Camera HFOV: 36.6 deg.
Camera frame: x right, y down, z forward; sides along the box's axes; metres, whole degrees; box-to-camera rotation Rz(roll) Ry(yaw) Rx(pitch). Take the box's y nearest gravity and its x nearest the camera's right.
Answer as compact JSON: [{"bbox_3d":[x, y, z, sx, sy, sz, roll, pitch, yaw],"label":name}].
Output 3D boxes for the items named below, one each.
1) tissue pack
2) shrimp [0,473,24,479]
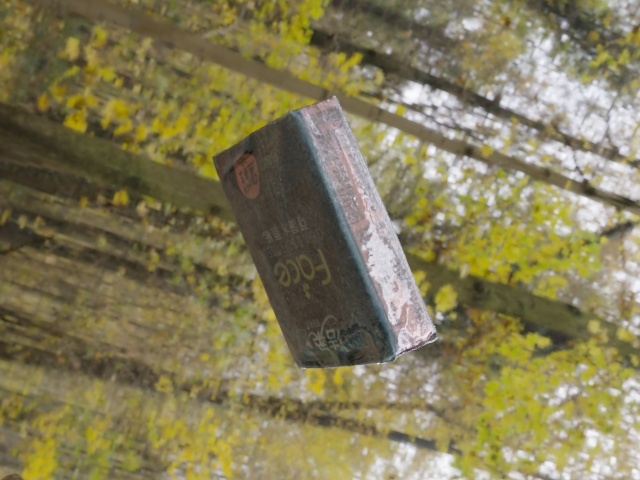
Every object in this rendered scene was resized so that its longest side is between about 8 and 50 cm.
[{"bbox_3d":[0.000,0.000,1.210,0.228,0.103,0.315,-19,-85,59],"label":"tissue pack"},{"bbox_3d":[-0.443,0.472,1.396,0.198,0.051,0.262,51,-52,39],"label":"shrimp"}]
